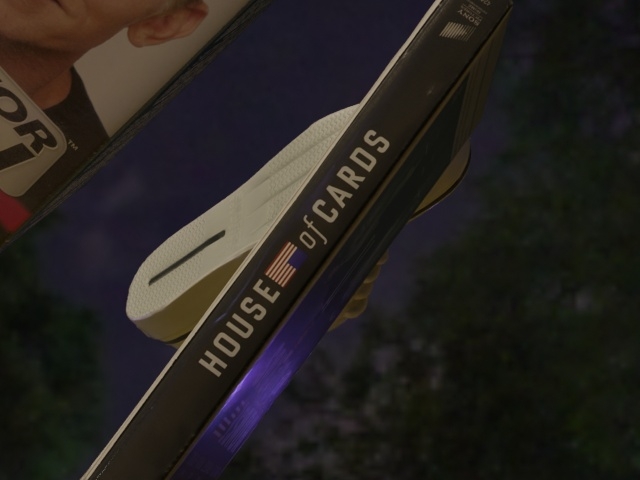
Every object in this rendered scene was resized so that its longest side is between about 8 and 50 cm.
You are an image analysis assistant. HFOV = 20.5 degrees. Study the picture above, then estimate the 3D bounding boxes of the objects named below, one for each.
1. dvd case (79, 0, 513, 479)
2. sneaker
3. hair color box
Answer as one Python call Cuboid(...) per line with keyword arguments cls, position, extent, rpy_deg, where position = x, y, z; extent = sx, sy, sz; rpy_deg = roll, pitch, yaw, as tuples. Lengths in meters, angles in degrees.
Cuboid(cls="dvd case", position=(-0.006, 0.015, 0.723), extent=(0.029, 0.238, 0.179), rpy_deg=(35, -7, 6))
Cuboid(cls="sneaker", position=(0.000, 0.000, 1.037), extent=(0.091, 0.094, 0.258), rpy_deg=(35, -45, -31))
Cuboid(cls="hair color box", position=(-0.114, -0.145, 0.829), extent=(0.174, 0.105, 0.347), rpy_deg=(48, -45, -4))
